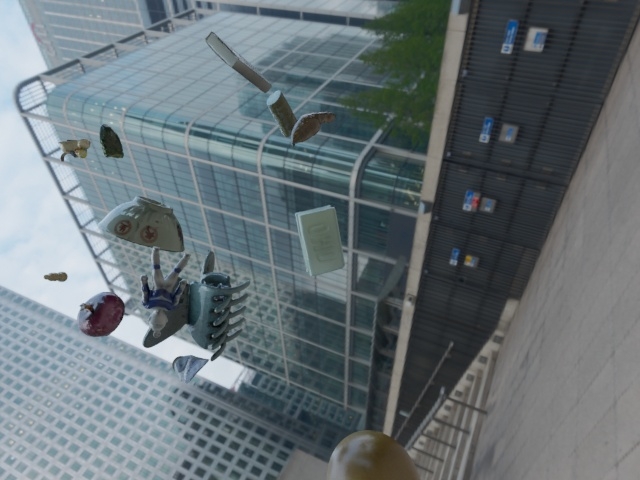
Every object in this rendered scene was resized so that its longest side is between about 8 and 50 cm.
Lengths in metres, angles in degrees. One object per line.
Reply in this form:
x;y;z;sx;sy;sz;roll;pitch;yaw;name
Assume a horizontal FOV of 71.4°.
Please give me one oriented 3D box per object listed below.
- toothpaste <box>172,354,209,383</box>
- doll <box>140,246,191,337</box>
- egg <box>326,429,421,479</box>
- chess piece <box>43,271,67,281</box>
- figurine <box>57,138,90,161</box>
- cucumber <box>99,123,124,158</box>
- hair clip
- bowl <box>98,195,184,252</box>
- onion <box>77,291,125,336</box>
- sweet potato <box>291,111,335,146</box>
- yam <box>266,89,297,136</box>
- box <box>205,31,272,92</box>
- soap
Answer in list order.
-0.423;0.411;1.432;0.096;0.061;0.266;-48;14;-27;toothpaste
-0.405;0.134;1.131;0.057;0.114;0.227;6;84;65;doll
0.150;0.675;1.183;0.250;0.322;0.250;-18;-33;-12;egg
-0.858;0.117;1.434;0.092;0.035;0.035;69;-141;-85;chess piece
-0.645;-0.236;1.171;0.047;0.084;0.050;8;-104;-79;figurine
-0.626;-0.302;1.337;0.067;0.035;0.107;-10;-98;-63;cucumber
-0.420;0.248;1.651;0.392;0.239;0.318;-34;-34;-54;hair clip
-0.685;-0.081;1.779;0.157;0.338;0.337;-69;-19;4;bowl
-0.814;0.272;1.649;0.177;0.153;0.177;-42;18;17;onion
-0.029;-0.379;1.440;0.269;0.075;0.074;-44;-34;-43;sweet potato
-0.141;-0.473;1.671;0.078;0.078;0.179;-65;-32;-22;yam
-0.207;-0.453;1.145;0.036;0.115;0.177;-46;-17;12;box
0.000;0.000;1.375;0.066;0.119;0.197;-135;32;-70;soap
